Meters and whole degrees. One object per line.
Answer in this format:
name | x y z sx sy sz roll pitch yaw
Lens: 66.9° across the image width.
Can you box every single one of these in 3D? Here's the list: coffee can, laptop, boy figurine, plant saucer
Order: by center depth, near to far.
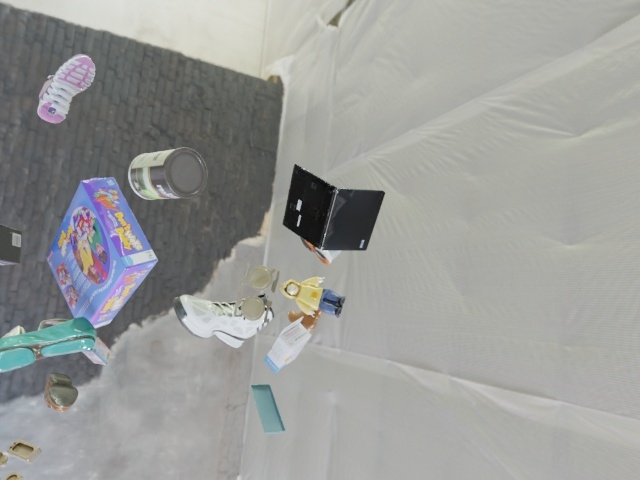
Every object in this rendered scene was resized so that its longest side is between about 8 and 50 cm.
plant saucer | -0.165 0.516 1.488 0.192 0.067 0.018 56 -47 53
laptop | 0.034 -0.100 1.534 0.264 0.136 0.234 33 -52 25
coffee can | -0.633 -0.272 2.010 0.275 0.201 0.202 2 -97 40
boy figurine | -0.035 0.230 2.076 0.092 0.285 0.177 98 13 -78

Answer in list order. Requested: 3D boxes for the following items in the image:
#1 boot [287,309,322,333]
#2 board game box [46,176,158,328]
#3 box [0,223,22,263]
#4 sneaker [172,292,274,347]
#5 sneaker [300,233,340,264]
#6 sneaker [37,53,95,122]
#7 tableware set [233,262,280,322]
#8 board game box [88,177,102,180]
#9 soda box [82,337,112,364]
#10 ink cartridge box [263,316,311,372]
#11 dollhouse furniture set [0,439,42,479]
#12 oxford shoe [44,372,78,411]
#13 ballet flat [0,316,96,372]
boot | -0.063 0.332 2.204 0.152 0.073 0.197 -58 -141 8
board game box | -0.542 0.045 1.174 0.347 0.078 0.233 -41 -105 39
box | -0.912 0.007 1.224 0.261 0.184 0.103 132 -44 -79
sneaker | -0.342 0.254 1.847 0.257 0.447 0.169 -35 -122 8
sneaker | 0.000 0.000 2.230 0.262 0.121 0.099 44 -20 33
sneaker | -0.788 -0.480 1.484 0.236 0.095 0.104 -46 -126 12
tableware set | -0.218 0.183 1.686 0.039 0.128 0.194 29 75 -77
board game box | -0.921 -0.181 2.042 0.033 0.133 0.169 -75 -179 -54
soda box | -0.929 0.458 2.010 0.183 0.058 0.063 96 4 -58
ink cartridge box | -0.100 0.336 1.560 0.061 0.104 0.181 44 -50 17
dollhouse furniture set | -1.031 0.707 1.592 0.151 0.144 0.123 -52 139 -49
oxford shoe | -0.719 0.433 1.331 0.212 0.076 0.076 7 -106 59
ballet flat | -0.633 0.225 1.075 0.087 0.247 0.083 58 -33 36
